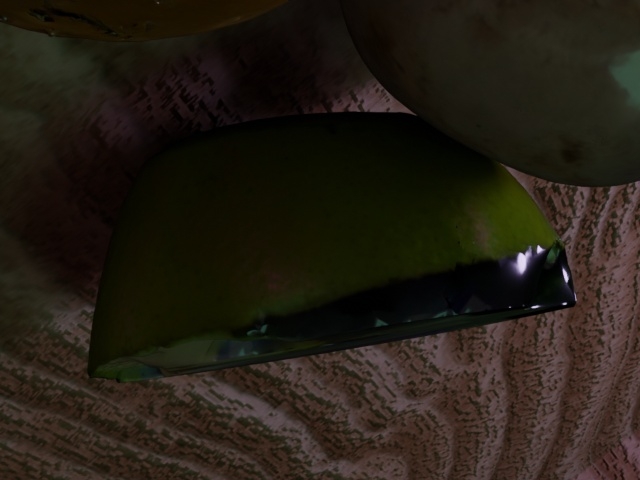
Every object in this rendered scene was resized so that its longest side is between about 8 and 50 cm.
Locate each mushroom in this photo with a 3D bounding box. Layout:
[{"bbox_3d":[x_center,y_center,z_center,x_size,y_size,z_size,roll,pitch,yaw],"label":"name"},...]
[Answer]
[{"bbox_3d":[0.170,-0.191,1.300,0.290,0.297,0.297,-64,154,4],"label":"mushroom"}]

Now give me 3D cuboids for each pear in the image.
[{"bbox_3d":[-0.004,-0.003,1.442,0.399,0.165,0.399,-9,175,-1],"label":"pear"}]

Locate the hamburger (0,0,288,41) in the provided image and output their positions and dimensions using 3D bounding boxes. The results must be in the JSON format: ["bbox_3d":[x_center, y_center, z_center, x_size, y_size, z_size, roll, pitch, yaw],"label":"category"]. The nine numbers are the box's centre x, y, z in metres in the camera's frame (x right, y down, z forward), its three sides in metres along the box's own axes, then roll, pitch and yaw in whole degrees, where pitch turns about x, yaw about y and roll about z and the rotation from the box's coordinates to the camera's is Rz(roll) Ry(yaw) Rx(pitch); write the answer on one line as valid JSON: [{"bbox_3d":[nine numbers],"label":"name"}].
[{"bbox_3d":[-0.091,-0.210,0.820,0.284,0.174,0.304,18,156,-23],"label":"hamburger"}]
